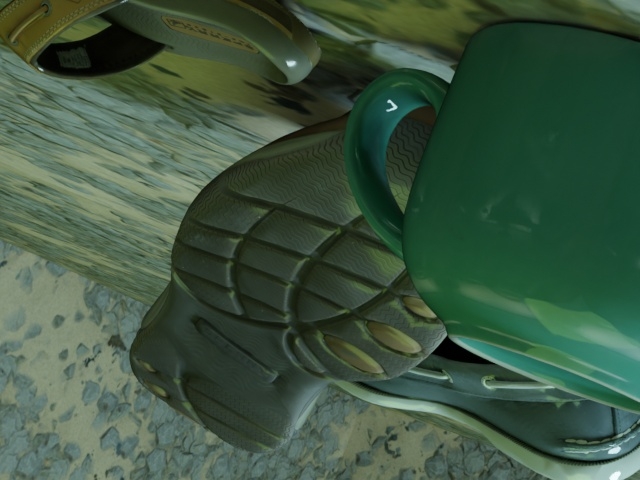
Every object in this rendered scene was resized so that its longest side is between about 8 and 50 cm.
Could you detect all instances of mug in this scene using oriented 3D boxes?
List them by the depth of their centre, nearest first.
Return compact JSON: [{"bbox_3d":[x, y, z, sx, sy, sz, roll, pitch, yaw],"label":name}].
[{"bbox_3d":[0.086,-0.001,0.574,0.129,0.097,0.158,24,172,-24],"label":"mug"}]

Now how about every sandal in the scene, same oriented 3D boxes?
[{"bbox_3d":[-0.087,-0.083,0.656,0.180,0.049,0.072,18,173,20],"label":"sandal"}]

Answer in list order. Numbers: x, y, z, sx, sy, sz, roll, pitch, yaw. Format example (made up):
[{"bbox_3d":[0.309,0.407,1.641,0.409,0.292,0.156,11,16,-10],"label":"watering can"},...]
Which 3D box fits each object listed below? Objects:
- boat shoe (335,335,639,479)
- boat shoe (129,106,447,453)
[{"bbox_3d":[0.101,0.070,1.246,0.319,0.116,0.099,24,134,41],"label":"boat shoe"},{"bbox_3d":[0.000,0.000,0.805,0.123,0.116,0.324,39,152,-7],"label":"boat shoe"}]
